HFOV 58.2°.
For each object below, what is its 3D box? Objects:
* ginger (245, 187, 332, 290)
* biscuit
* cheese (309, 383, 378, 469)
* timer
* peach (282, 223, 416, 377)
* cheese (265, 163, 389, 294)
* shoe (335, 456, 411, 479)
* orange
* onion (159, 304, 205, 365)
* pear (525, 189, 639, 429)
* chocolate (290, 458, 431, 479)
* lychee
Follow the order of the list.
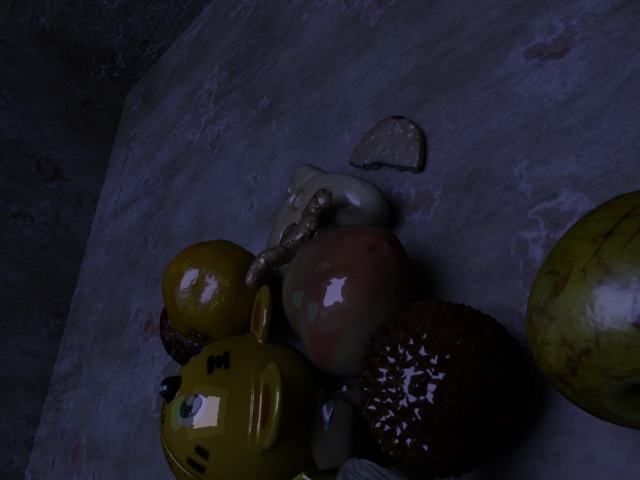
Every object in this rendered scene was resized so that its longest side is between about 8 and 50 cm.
[{"bbox_3d":[-0.061,0.000,1.198,0.258,0.065,0.149,-51,1,4],"label":"ginger"},{"bbox_3d":[0.162,-0.226,1.334,0.250,0.032,0.133,14,83,55],"label":"biscuit"},{"bbox_3d":[0.043,0.342,1.038,0.091,0.202,0.175,-5,57,20],"label":"cheese"},{"bbox_3d":[-0.140,0.317,1.126,0.376,0.377,0.386,-122,40,-50],"label":"timer"},{"bbox_3d":[0.055,0.105,1.096,0.292,0.248,0.291,-176,90,-77],"label":"peach"},{"bbox_3d":[0.000,0.000,1.342,0.351,0.130,0.328,25,97,56],"label":"cheese"},{"bbox_3d":[0.178,0.400,0.748,0.342,0.211,0.132,39,123,26],"label":"shoe"},{"bbox_3d":[-0.236,0.133,1.348,0.279,0.279,0.235,-3,46,52],"label":"orange"},{"bbox_3d":[-0.316,0.236,1.566,0.247,0.190,0.246,0,91,27],"label":"onion"},{"bbox_3d":[0.386,0.081,0.676,0.284,0.284,0.283,-30,49,41],"label":"pear"},{"bbox_3d":[0.010,0.478,0.922,0.301,0.289,0.137,-47,50,27],"label":"chocolate"},{"bbox_3d":[0.176,0.210,0.871,0.268,0.268,0.267,-30,49,41],"label":"lychee"}]
